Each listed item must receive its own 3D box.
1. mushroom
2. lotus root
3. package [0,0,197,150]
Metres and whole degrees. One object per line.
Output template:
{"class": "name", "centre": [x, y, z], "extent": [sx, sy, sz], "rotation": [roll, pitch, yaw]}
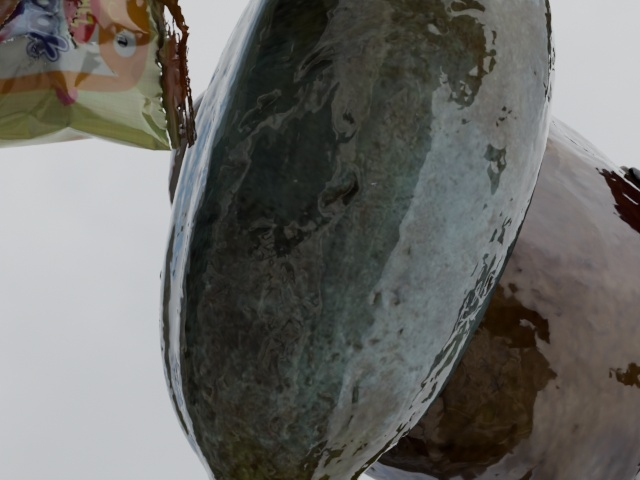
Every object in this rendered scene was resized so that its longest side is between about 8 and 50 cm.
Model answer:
{"class": "mushroom", "centre": [0.065, 0.040, 1.089], "extent": [0.345, 0.345, 0.259], "rotation": [52, -54, 31]}
{"class": "lotus root", "centre": [0.000, 0.000, 0.811], "extent": [0.158, 0.140, 0.322], "rotation": [8, -105, 48]}
{"class": "package", "centre": [-0.105, -0.076, 0.650], "extent": [0.031, 0.121, 0.108], "rotation": [101, -16, -62]}
